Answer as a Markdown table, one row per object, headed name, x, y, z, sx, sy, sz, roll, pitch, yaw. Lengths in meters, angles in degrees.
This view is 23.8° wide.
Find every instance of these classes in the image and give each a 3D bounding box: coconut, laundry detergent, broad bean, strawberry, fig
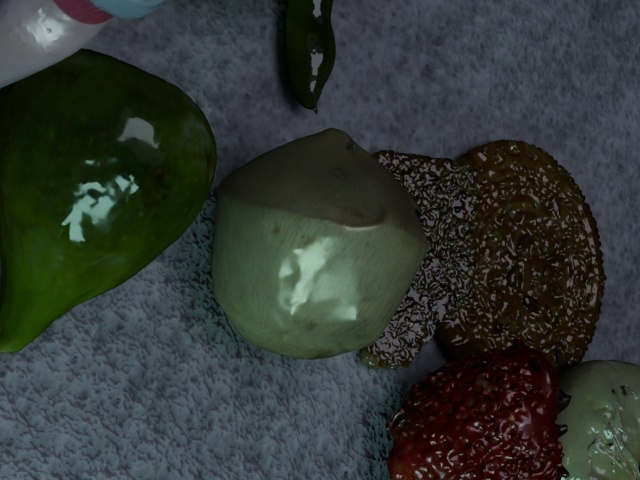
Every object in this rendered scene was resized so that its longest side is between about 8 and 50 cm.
| name | x | y | z | sx | sy | sz | roll | pitch | yaw |
| --- | --- | --- | --- | --- | --- | --- | --- | --- | --- |
| coconut | 0.000 | 0.000 | 1.455 | 0.224 | 0.224 | 0.224 | 6 | 81 | -40 |
| laundry detergent | -0.229 | -0.185 | 1.185 | 0.088 | 0.335 | 0.159 | 41 | 60 | -29 |
| broad bean | -0.017 | -0.256 | 1.567 | 0.065 | 0.046 | 0.254 | -5 | 86 | -34 |
| strawberry | 0.163 | 0.207 | 1.584 | 0.201 | 0.187 | 0.184 | -9 | 55 | -26 |
| fig | -0.209 | -0.022 | 1.297 | 0.206 | 0.206 | 0.275 | 21 | 93 | -37 |

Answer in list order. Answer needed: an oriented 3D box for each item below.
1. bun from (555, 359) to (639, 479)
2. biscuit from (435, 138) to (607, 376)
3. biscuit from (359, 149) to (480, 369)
| name | x | y | z | sx | sy | sz | roll | pitch | yaw |
| --- | --- | --- | --- | --- | --- | --- | --- | --- | --- |
| bun | 0.354 | 0.281 | 1.743 | 0.287 | 0.146 | 0.287 | -3 | 94 | -41 |
| biscuit | 0.230 | 0.031 | 1.746 | 0.305 | 0.038 | 0.305 | 6 | 81 | -40 |
| biscuit | 0.108 | 0.024 | 1.627 | 0.131 | 0.026 | 0.237 | 7 | 78 | -19 |
